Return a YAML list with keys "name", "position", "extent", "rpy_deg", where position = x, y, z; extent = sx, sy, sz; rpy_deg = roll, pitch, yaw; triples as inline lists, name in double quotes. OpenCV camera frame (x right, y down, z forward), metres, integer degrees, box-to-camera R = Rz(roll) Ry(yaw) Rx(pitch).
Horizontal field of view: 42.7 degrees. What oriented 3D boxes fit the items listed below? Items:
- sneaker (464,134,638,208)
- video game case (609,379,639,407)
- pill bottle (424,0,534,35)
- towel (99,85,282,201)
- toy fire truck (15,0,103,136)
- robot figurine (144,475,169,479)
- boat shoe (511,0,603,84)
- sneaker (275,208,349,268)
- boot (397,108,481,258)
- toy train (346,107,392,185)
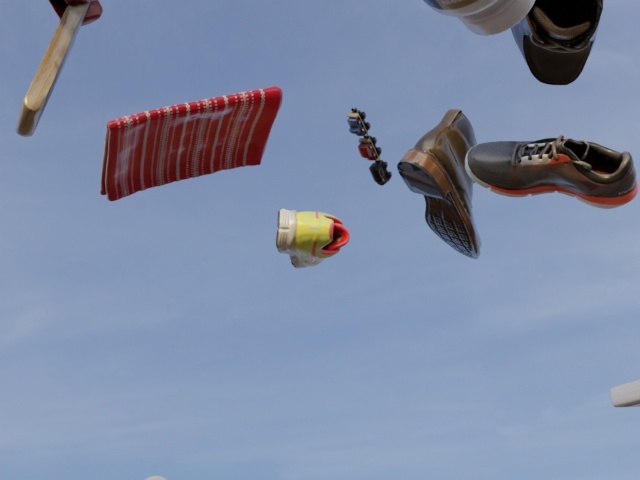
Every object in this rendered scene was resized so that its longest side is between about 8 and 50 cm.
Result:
- name: "sneaker"
  position: [0.209, -0.076, 0.745]
  extent: [0.158, 0.061, 0.065]
  rpy_deg: [9, -30, 20]
- name: "video game case"
  position: [0.317, 0.100, 0.597]
  extent: [0.143, 0.019, 0.157]
  rpy_deg: [0, -20, -14]
- name: "pill bottle"
  position: [0.101, -0.232, 0.627]
  extent: [0.094, 0.094, 0.169]
  rpy_deg: [-27, -37, 28]
- name: "towel"
  position: [-0.197, -0.147, 1.254]
  extent: [0.274, 0.031, 0.199]
  rpy_deg: [-17, -23, -26]
- name: "toy fire truck"
  position: [-0.218, -0.231, 0.619]
  extent: [0.158, 0.246, 0.217]
  rpy_deg: [-29, -8, -17]
- name: "robot figurine"
  position: [-0.179, 0.400, 0.751]
  extent: [0.300, 0.353, 0.200]
  rpy_deg: [19, -49, 0]
- name: "boat shoe"
  position: [0.306, -0.313, 1.081]
  extent: [0.132, 0.130, 0.355]
  rpy_deg: [1, -28, 18]
- name: "sneaker"
  position: [0.000, 0.000, 1.216]
  extent: [0.094, 0.081, 0.208]
  rpy_deg: [0, -4, 11]
- name: "boot"
  position: [0.185, -0.069, 1.072]
  extent: [0.082, 0.106, 0.219]
  rpy_deg: [22, -21, 40]
- name: "toy train"
  position: [0.080, -0.155, 1.374]
  extent: [0.027, 0.036, 0.158]
  rpy_deg: [13, -37, 43]
